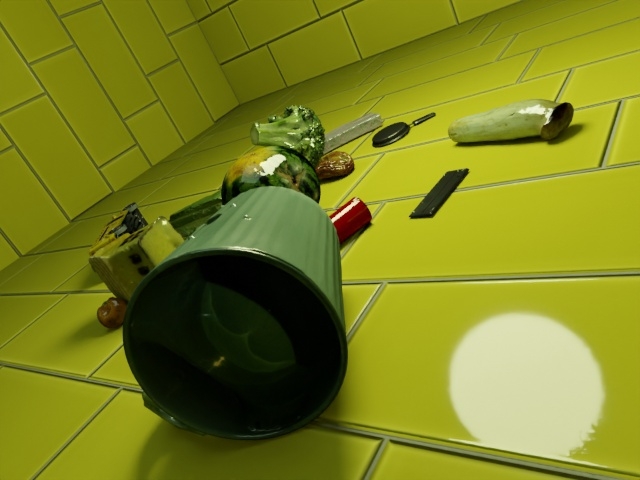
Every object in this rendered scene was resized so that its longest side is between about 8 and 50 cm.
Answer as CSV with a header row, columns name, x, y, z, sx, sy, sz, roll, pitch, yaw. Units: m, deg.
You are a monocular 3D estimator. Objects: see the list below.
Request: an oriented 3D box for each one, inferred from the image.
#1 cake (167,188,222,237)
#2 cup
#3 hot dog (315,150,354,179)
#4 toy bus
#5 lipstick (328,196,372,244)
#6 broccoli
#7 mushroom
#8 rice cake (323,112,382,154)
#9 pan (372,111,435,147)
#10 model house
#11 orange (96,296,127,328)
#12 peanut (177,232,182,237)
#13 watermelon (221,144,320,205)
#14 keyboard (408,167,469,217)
name,x,y,z,sx,sy,sz,roll,pitch,yaw
cake,-0.390,-0.090,1.787,0.235,0.100,0.099,-19,23,19
cup,-0.145,0.104,0.890,0.400,0.310,0.392,-20,19,13
hot dog,0.036,-0.232,1.673,0.147,0.065,0.099,-3,43,40
toy bus,-0.712,-0.011,1.910,0.151,0.145,0.331,-27,24,4
lipstick,0.001,0.001,1.224,0.279,0.073,0.073,-37,25,-21
broccoli,-0.104,-0.333,1.825,0.260,0.235,0.288,-33,16,-29
mushroom,0.465,-0.295,1.323,0.107,0.087,0.333,-38,23,-22
rice cake,0.082,-0.389,1.962,0.297,0.050,0.106,-26,24,3
pan,0.273,-0.377,1.759,0.235,0.028,0.136,-28,24,-1
model house,-0.494,0.073,1.456,0.234,0.193,0.175,-20,25,23
orange,-0.551,0.195,1.421,0.086,0.062,0.086,-7,72,24
peanut,-0.483,0.023,1.690,0.076,0.076,0.152,-22,29,12
watermelon,-0.133,-0.119,1.393,0.269,0.269,0.269,-23,24,11
keyboard,0.278,-0.112,1.234,0.067,0.011,0.202,-4,33,46
